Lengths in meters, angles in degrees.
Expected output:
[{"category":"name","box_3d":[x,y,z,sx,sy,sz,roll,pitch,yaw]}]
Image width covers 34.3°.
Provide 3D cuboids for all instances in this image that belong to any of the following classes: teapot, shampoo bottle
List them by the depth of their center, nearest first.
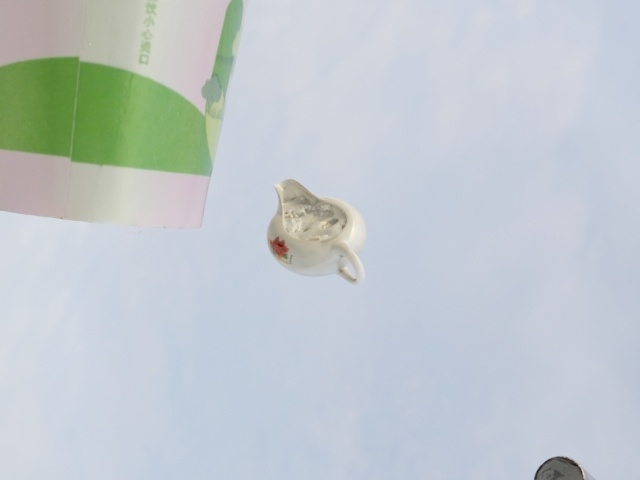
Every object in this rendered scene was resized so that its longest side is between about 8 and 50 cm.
[{"category":"shampoo bottle","box_3d":[0.330,0.328,1.295,0.072,0.214,0.072,-16,-124,25]},{"category":"teapot","box_3d":[0.000,0.000,1.498,0.145,0.092,0.226,-28,-136,-21]}]

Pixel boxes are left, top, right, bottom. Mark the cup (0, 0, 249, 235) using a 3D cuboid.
[{"category":"cup","box_3d":[-0.174,-0.150,0.822,0.253,0.253,0.274,10,-87,49]}]
